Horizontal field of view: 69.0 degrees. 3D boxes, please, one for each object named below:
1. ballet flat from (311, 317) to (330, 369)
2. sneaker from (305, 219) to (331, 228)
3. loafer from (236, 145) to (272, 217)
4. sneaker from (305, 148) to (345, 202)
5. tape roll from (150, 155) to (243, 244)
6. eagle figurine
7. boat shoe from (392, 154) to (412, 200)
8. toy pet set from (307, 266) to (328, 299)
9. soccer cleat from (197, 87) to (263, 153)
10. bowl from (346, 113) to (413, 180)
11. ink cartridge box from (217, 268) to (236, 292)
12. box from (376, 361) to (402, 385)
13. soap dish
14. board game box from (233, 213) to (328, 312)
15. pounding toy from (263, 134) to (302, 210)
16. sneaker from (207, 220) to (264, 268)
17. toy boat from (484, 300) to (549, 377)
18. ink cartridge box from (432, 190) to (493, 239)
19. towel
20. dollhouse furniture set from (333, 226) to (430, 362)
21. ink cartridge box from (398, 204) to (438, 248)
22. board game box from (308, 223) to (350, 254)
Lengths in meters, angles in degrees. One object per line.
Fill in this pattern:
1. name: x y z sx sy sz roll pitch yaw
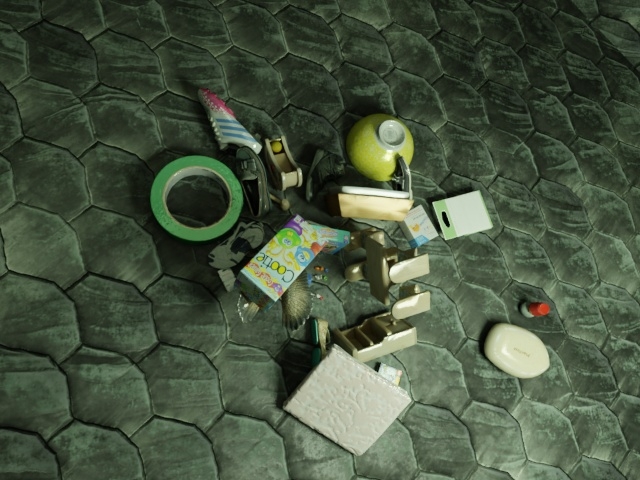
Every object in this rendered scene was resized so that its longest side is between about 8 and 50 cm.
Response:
1. ballet flat: 0.006 0.384 1.685 0.067 0.073 0.206 6 79 -28
2. sneaker: -0.011 -0.030 1.789 0.118 0.042 0.067 18 69 -2
3. loafer: -0.248 -0.212 1.699 0.096 0.084 0.267 -12 104 24
4. sneaker: 0.019 -0.246 1.814 0.130 0.087 0.227 15 68 9
5. tape roll: -0.444 -0.145 1.686 0.321 0.077 0.321 3 77 -14
6. eagle figurine: -0.153 0.148 1.620 0.226 0.298 0.225 -21 126 13
7. boat shoe: 0.322 -0.239 1.865 0.065 0.075 0.206 -17 126 -1
8. toy pet set: -0.025 0.149 1.731 0.114 0.065 0.122 13 74 -11
9. soccer cleat: -0.367 -0.430 1.754 0.331 0.116 0.143 44 90 4
10. bowl: 0.263 -0.402 1.888 0.289 0.156 0.289 3 76 -14
11. ink cartridge box: -0.331 0.139 1.674 0.048 0.028 0.083 -27 85 -19
12. box: 0.243 0.534 1.730 0.094 0.027 0.137 22 73 -10
13. soap dish: 0.175 -0.136 1.775 0.291 0.229 0.118 3 93 -13
14. board game box: -0.128 0.071 1.499 0.142 0.144 0.275 41 60 1
15. pounding toy: -0.168 -0.252 1.741 0.155 0.154 0.269 -16 81 -18
16. sneaker: -0.296 0.004 1.685 0.235 0.153 0.094 -38 105 17
17. toy boat: 0.805 0.386 1.864 0.267 0.148 0.318 31 79 -1
18. ink cartridge box: 0.588 -0.102 1.955 0.235 0.056 0.171 -15 81 -14
19. towel: 0.086 0.551 1.592 0.332 0.053 0.317 34 108 -4
20. dollhouse furniture set: 0.176 0.195 1.632 0.256 0.362 0.394 -15 111 -19
21. ink cartridge box: 0.381 -0.072 1.890 0.104 0.061 0.181 -28 85 -19
22. board game box: 0.000 0.000 1.696 0.160 0.210 0.047 11 75 -13
